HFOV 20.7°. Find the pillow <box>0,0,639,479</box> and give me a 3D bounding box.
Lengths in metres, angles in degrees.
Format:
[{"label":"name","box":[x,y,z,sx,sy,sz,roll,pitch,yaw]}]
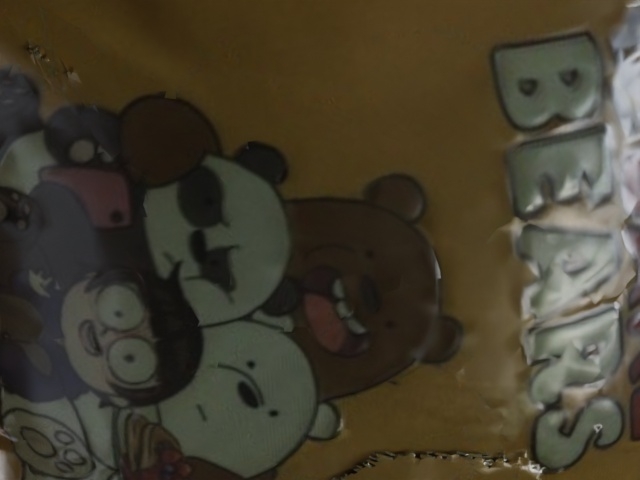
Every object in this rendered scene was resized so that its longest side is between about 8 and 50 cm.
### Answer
[{"label":"pillow","box":[0.000,0.000,0.639,0.312,0.310,0.119,-8,-164,-2]}]
